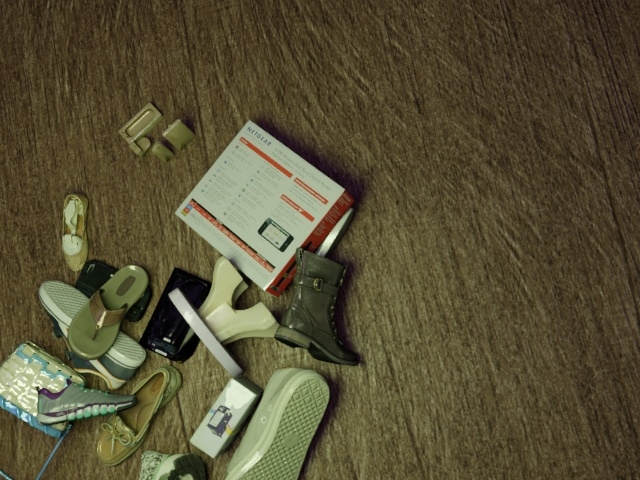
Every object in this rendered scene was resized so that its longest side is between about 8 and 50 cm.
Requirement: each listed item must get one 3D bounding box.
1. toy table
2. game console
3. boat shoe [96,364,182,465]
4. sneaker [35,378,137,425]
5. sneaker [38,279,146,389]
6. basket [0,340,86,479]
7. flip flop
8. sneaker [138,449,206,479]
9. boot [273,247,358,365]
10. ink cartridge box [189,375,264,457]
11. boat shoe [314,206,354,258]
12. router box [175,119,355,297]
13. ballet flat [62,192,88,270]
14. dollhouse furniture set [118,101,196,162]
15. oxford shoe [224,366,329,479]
[{"bbox_3d":[-0.214,0.175,1.768,0.161,0.274,0.252,-38,45,-7],"label":"toy table"},{"bbox_3d":[-0.446,0.144,1.901,0.362,0.044,0.213,24,83,12],"label":"game console"},{"bbox_3d":[-0.452,0.419,1.828,0.105,0.089,0.285,34,87,13],"label":"boat shoe"},{"bbox_3d":[-0.534,0.357,1.735,0.224,0.083,0.098,-5,77,-26],"label":"sneaker"},{"bbox_3d":[-0.582,0.236,1.850,0.321,0.126,0.127,39,110,12],"label":"sneaker"},{"bbox_3d":[-0.707,0.406,1.800,0.255,0.201,0.289,38,73,-8],"label":"basket"},{"bbox_3d":[-0.497,0.157,1.787,0.112,0.080,0.277,32,54,0],"label":"flip flop"},{"bbox_3d":[-0.396,0.679,1.776,0.182,0.158,0.410,10,83,42],"label":"sneaker"},{"bbox_3d":[0.019,0.156,1.750,0.091,0.263,0.228,-2,64,50],"label":"boot"},{"bbox_3d":[-0.214,0.411,1.773,0.072,0.127,0.175,33,87,10],"label":"ink cartridge box"},{"bbox_3d":[0.000,0.000,1.837,0.070,0.078,0.219,34,89,12],"label":"boat shoe"},{"bbox_3d":[-0.138,-0.080,1.830,0.335,0.082,0.301,39,90,26],"label":"router box"},{"bbox_3d":[-0.638,-0.025,1.946,0.073,0.067,0.206,-5,80,7],"label":"ballet flat"},{"bbox_3d":[-0.435,-0.287,1.931,0.144,0.123,0.151,-43,77,0],"label":"dollhouse furniture set"},{"bbox_3d":[-0.125,0.486,1.755,0.130,0.169,0.449,31,95,56],"label":"oxford shoe"}]
